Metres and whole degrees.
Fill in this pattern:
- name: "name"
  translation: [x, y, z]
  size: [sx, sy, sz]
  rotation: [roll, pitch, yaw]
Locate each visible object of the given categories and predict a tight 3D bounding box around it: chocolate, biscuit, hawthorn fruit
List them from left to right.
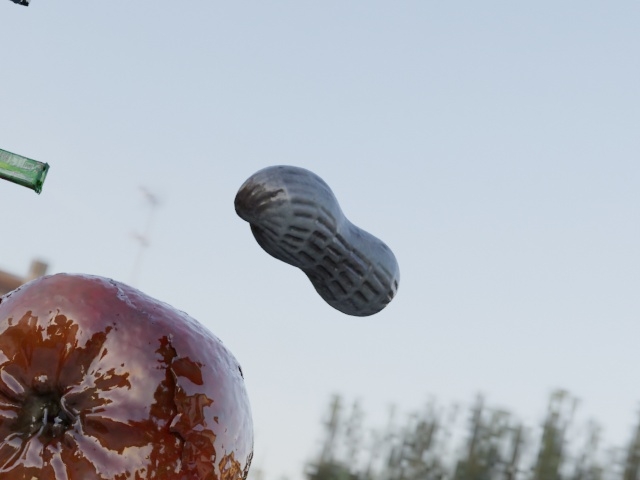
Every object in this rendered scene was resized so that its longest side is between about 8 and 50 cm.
- name: "biscuit"
  translation: [-0.371, -0.088, 1.887]
  size: [0.089, 0.046, 0.016]
  rotation: [18, -30, 8]
- name: "hawthorn fruit"
  translation: [-0.173, 0.166, 1.345]
  size: [0.276, 0.276, 0.307]
  rotation: [6, -4, 27]
- name: "chocolate"
  translation: [0.000, 0.000, 1.220]
  size: [0.072, 0.072, 0.167]
  rotation: [-5, -40, 49]

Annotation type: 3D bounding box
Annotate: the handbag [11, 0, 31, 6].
- name: "handbag"
  translation: [-0.460, -0.371, 2.013]
  size: [0.179, 0.062, 0.229]
  rotation: [24, 1, 6]
